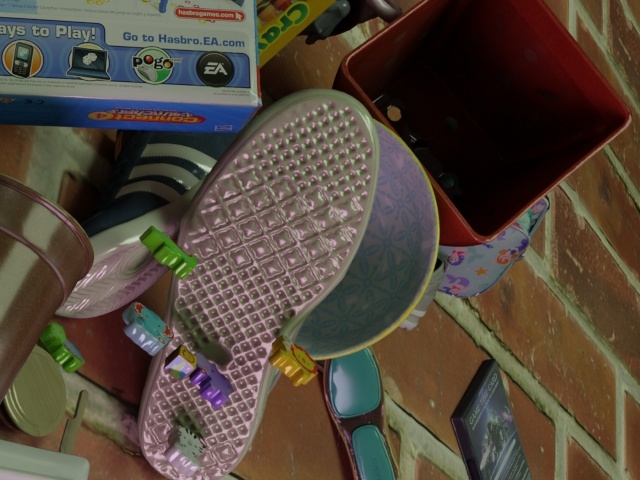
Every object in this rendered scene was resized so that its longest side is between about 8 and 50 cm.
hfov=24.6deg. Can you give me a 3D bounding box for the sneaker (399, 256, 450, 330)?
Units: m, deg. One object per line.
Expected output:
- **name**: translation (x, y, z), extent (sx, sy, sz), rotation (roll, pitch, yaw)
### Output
- **sneaker**: translation (0.058, 0.015, 1.882), extent (0.281, 0.115, 0.105), rotation (28, 14, -48)

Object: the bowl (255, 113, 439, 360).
- **bowl**: translation (0.000, 0.000, 1.679), extent (0.156, 0.289, 0.289), rotation (39, 46, -76)

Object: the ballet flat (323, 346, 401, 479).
- **ballet flat**: translation (0.050, 0.228, 1.919), extent (0.073, 0.080, 0.232), rotation (-111, -170, -83)

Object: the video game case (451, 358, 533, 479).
- **video game case**: translation (0.286, 0.357, 2.369), extent (0.196, 0.026, 0.274), rotation (-48, 123, -57)

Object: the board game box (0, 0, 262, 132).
- **board game box**: translation (-0.216, -0.256, 1.310), extent (0.086, 0.308, 0.302), rotation (140, -50, -68)

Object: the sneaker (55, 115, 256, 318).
- **sneaker**: translation (-0.186, -0.049, 1.498), extent (0.148, 0.131, 0.350), rotation (43, 44, 12)

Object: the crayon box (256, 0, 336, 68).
- **crayon box**: translation (-0.121, -0.268, 1.575), extent (0.318, 0.202, 0.081), rotation (37, 14, -53)

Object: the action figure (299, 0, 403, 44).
- **action figure**: translation (0.014, -0.434, 1.852), extent (0.248, 0.276, 0.370), rotation (57, 49, -28)

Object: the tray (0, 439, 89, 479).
- **tray**: translation (-0.293, 0.228, 1.191), extent (0.270, 0.030, 0.145), rotation (23, 70, -47)

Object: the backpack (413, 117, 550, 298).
- **backpack**: translation (0.182, -0.034, 2.035), extent (0.225, 0.253, 0.191), rotation (22, 52, -10)

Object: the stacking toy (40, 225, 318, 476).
- **stacking toy**: translation (-0.137, 0.107, 1.405), extent (0.221, 0.167, 0.052), rotation (43, 18, -17)

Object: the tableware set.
- **tableware set**: translation (-0.279, 0.181, 1.305), extent (0.128, 0.039, 0.194), rotation (50, 36, -36)

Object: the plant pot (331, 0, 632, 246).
- **plant pot**: translation (0.164, -0.147, 1.798), extent (0.267, 0.236, 0.267), rotation (-38, 90, -21)

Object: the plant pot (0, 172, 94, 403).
- **plant pot**: translation (-0.294, 0.053, 1.199), extent (0.167, 0.167, 0.165), rotation (54, 45, -42)

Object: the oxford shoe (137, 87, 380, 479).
- **oxford shoe**: translation (-0.071, 0.039, 1.470), extent (0.130, 0.169, 0.449), rotation (-78, -170, -65)
